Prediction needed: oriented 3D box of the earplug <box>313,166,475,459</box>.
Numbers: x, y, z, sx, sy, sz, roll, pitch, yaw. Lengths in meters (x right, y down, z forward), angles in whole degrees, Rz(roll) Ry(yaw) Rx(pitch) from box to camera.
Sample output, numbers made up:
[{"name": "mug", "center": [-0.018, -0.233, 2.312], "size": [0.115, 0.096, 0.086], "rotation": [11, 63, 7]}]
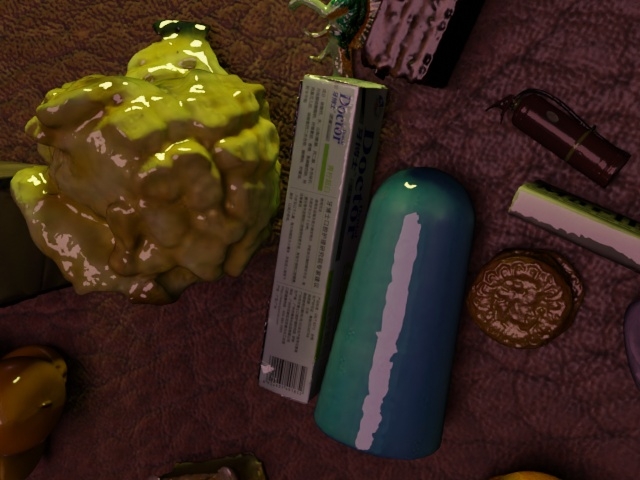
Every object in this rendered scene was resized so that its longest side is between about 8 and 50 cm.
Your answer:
[{"name": "earplug", "center": [0.082, 0.062, 0.745], "size": [0.132, 0.132, 0.273], "rotation": [14, 99, 23]}]

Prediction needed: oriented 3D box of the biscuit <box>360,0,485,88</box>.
[{"name": "biscuit", "center": [0.149, -0.319, 0.671], "size": [0.073, 0.107, 0.388], "rotation": [29, 108, 16]}]

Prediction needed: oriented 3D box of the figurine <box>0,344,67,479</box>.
[{"name": "figurine", "center": [-0.447, 0.215, 0.975], "size": [0.228, 0.215, 0.215], "rotation": [21, 105, 7]}]

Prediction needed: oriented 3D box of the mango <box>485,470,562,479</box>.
[{"name": "mango", "center": [0.239, 0.345, 0.683], "size": [0.257, 0.187, 0.138], "rotation": [38, 147, 8]}]

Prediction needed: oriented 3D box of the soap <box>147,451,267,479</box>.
[{"name": "soap", "center": [-0.116, 0.379, 0.901], "size": [0.135, 0.076, 0.233], "rotation": [-15, 89, 26]}]

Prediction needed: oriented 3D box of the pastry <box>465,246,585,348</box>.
[{"name": "pastry", "center": [0.197, 0.055, 0.725], "size": [0.109, 0.057, 0.097], "rotation": [-6, 96, 26]}]

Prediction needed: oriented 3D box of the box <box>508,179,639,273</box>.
[{"name": "box", "center": [0.259, -0.003, 0.657], "size": [0.177, 0.115, 0.036], "rotation": [27, 106, 20]}]

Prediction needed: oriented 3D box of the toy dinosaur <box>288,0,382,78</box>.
[{"name": "toy dinosaur", "center": [0.038, -0.242, 0.772], "size": [0.106, 0.044, 0.187], "rotation": [43, 104, 7]}]

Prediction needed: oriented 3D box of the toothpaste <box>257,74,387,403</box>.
[{"name": "toothpaste", "center": [0.000, 0.000, 0.785], "size": [0.067, 0.081, 0.336], "rotation": [16, 106, 21]}]

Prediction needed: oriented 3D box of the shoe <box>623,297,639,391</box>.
[{"name": "shoe", "center": [0.369, 0.140, 0.642], "size": [0.138, 0.095, 0.245], "rotation": [-36, 85, 20]}]

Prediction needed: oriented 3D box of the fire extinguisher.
[{"name": "fire extinguisher", "center": [0.224, -0.102, 0.703], "size": [0.132, 0.039, 0.056], "rotation": [40, 78, 16]}]

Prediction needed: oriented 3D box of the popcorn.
[{"name": "popcorn", "center": [-0.179, -0.072, 0.780], "size": [0.293, 0.293, 0.237], "rotation": [20, 123, 21]}]

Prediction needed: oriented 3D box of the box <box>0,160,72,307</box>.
[{"name": "box", "center": [-0.430, -0.021, 0.934], "size": [0.252, 0.188, 0.153], "rotation": [8, 100, 21]}]
